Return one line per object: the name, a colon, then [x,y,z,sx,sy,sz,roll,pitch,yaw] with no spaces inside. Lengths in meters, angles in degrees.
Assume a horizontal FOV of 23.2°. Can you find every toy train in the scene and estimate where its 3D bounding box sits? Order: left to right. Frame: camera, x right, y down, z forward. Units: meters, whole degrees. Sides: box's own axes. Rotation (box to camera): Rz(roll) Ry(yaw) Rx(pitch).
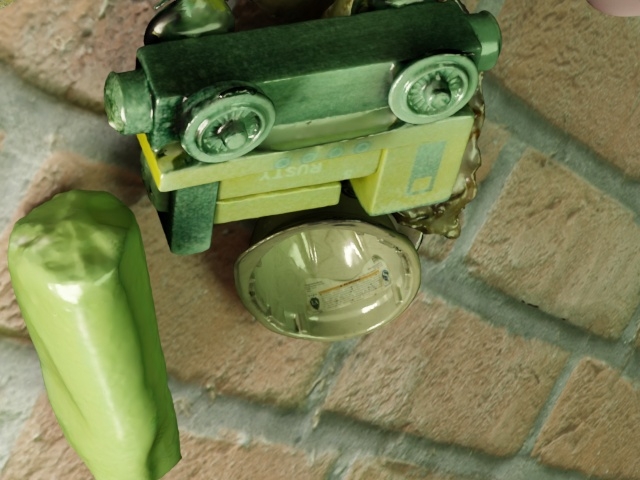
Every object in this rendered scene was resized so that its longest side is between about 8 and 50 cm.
toy train: [-0.017,-0.123,1.516,0.397,0.160,0.253,-11,144,-19]

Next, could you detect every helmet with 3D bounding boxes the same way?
helmet: [-0.002,-0.005,1.739,0.204,0.137,0.257,-16,147,8]

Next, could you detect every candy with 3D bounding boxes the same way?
candy: [-0.213,0.107,1.550,0.132,0.142,0.343,-46,146,-34]

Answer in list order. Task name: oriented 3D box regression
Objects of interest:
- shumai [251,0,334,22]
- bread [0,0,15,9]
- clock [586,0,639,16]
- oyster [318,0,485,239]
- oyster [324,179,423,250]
shumai: [0.007,-0.307,1.525,0.201,0.120,0.201,-19,118,-41]
bread: [-0.291,-0.224,1.154,0.267,0.040,0.267,-19,162,-6]
clock: [0.421,-0.402,1.873,0.290,0.275,0.080,-60,142,-6]
oyster: [0.098,-0.172,1.733,0.221,0.096,0.361,-40,119,-10]
oyster: [0.046,-0.009,1.870,0.163,0.081,0.191,36,95,-31]
